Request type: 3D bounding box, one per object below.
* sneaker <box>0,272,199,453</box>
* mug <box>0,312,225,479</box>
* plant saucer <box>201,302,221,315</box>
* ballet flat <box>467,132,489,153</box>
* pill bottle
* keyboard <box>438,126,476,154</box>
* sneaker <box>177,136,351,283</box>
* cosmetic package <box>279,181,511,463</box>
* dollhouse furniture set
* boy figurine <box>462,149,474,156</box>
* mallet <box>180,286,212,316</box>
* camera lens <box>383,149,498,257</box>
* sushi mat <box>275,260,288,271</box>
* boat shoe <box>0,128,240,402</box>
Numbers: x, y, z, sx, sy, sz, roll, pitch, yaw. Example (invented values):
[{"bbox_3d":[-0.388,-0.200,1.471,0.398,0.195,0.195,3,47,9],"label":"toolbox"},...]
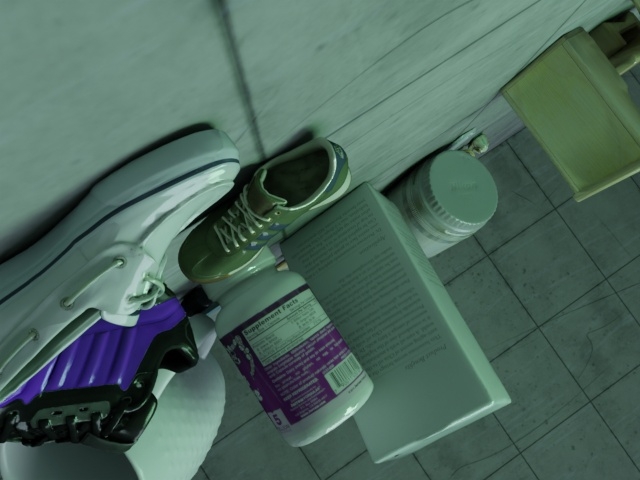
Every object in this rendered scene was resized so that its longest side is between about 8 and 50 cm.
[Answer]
[{"bbox_3d":[-0.218,0.129,0.450,0.102,0.146,0.293,-38,174,40],"label":"sneaker"},{"bbox_3d":[-0.294,0.280,0.901,0.374,0.276,0.328,-56,174,23],"label":"mug"},{"bbox_3d":[-0.189,0.106,1.080,0.195,0.037,0.195,-33,179,-1],"label":"plant saucer"},{"bbox_3d":[0.499,-0.298,1.652,0.057,0.052,0.168,-35,176,13],"label":"ballet flat"},{"bbox_3d":[-0.063,0.156,0.841,0.169,0.301,0.169,-34,174,-4],"label":"pill bottle"},{"bbox_3d":[0.317,-0.224,1.417,0.072,0.014,0.256,-25,171,-35],"label":"keyboard"},{"bbox_3d":[-0.057,-0.033,0.480,0.192,0.064,0.086,-34,168,-4],"label":"sneaker"},{"bbox_3d":[0.125,0.144,0.986,0.230,0.453,0.161,-35,151,18],"label":"cosmetic package"},{"bbox_3d":[0.579,-0.290,1.004,0.394,0.256,0.362,-31,175,-31],"label":"dollhouse furniture set"},{"bbox_3d":[0.420,-0.222,1.673,0.177,0.092,0.285,-39,170,28],"label":"boy figurine"},{"bbox_3d":[-0.172,0.076,0.966,0.190,0.039,0.062,-35,-179,-42],"label":"mallet"},{"bbox_3d":[0.289,-0.083,1.356,0.219,0.219,0.274,-31,175,-30],"label":"camera lens"},{"bbox_3d":[0.000,0.000,1.464,0.316,0.019,0.151,-36,176,21],"label":"sushi mat"},{"bbox_3d":[-0.135,0.020,0.339,0.226,0.075,0.083,-34,176,5],"label":"boat shoe"}]
